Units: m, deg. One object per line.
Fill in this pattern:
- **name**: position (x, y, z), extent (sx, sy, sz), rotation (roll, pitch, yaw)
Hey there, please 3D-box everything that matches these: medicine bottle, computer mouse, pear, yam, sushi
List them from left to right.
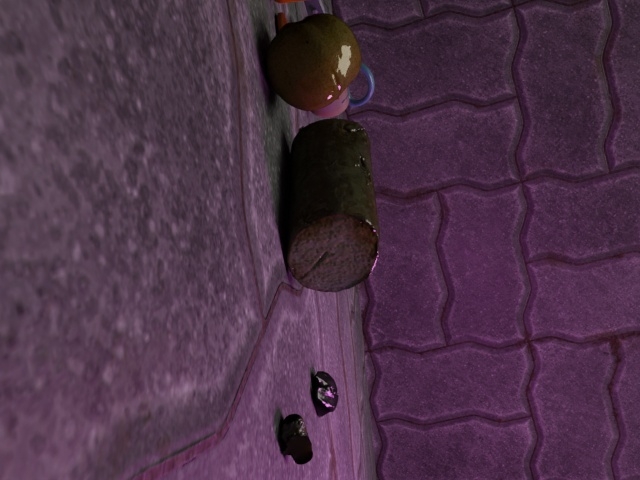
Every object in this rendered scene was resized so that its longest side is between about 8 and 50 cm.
- **sushi**: position (-0.039, 0.282, 0.704), extent (0.046, 0.044, 0.083), rotation (-120, -163, -49)
- **pear**: position (-0.014, -0.294, 0.811), extent (0.167, 0.167, 0.136), rotation (-82, 149, -61)
- **medicine bottle**: position (0.005, -0.433, 1.225), extent (0.252, 0.114, 0.114), rotation (75, 12, -55)
- **computer mouse**: position (0.013, 0.318, 1.024), extent (0.135, 0.047, 0.079), rotation (73, 13, -52)
- **yam**: position (0.020, -0.075, 0.891), extent (0.168, 0.168, 0.304), rotation (76, 10, -53)

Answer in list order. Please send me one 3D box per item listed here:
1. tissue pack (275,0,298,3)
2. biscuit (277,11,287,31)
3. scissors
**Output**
- **tissue pack**: position (-0.016, -0.559, 0.804), extent (0.274, 0.194, 0.145), rotation (71, 15, -61)
- **biscuit**: position (-0.072, -0.407, 0.972), extent (0.091, 0.015, 0.078), rotation (72, 13, -64)
- **scissors**: position (0.002, -0.553, 1.276), extent (0.029, 0.193, 0.447), rotation (-55, 132, -45)
